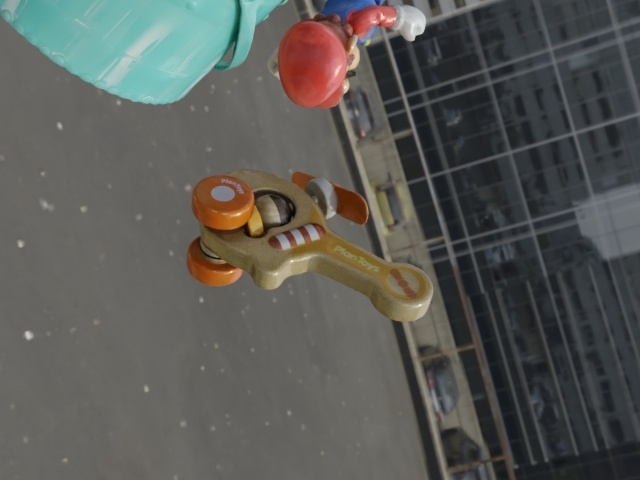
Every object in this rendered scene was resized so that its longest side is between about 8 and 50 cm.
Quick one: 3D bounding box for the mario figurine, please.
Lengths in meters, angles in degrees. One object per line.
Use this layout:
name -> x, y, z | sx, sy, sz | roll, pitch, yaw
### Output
mario figurine -> 0.041, -0.320, 1.351 | 0.170, 0.198, 0.321 | 37, 59, -11

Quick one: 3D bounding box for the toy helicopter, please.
toy helicopter -> 0.000, 0.000, 1.169 | 0.235, 0.355, 0.140 | -47, 158, -44

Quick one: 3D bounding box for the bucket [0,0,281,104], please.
bucket -> -0.150, -0.263, 0.711 | 0.281, 0.183, 0.281 | 36, 28, -23

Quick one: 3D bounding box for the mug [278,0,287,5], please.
mug -> -0.093, -0.500, 1.448 | 0.129, 0.097, 0.158 | 53, 42, -84
